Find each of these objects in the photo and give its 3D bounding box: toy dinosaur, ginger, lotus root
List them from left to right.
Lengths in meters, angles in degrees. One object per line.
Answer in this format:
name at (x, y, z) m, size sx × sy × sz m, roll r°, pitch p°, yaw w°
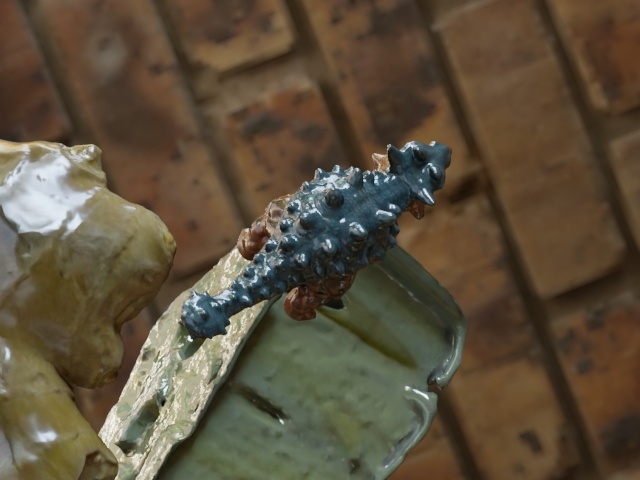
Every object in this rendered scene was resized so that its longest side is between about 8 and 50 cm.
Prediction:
ginger at (-0.168, -0.008, 0.950) m, size 0.333 × 0.148 × 0.081 m, roll 53°, pitch 5°, yaw 22°
lotus root at (-0.034, 0.096, 1.072) m, size 0.119 × 0.235 × 0.138 m, roll 38°, pitch -6°, yaw -24°
toy dinosaur at (0.000, 0.000, 0.799) m, size 0.049 × 0.154 × 0.055 m, roll 54°, pitch -34°, yaw 1°
